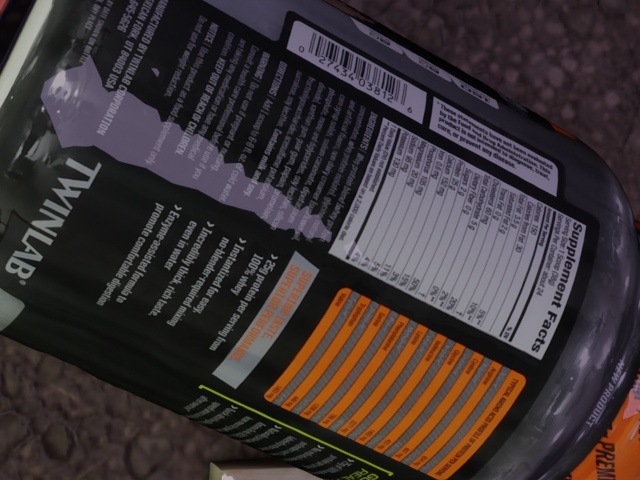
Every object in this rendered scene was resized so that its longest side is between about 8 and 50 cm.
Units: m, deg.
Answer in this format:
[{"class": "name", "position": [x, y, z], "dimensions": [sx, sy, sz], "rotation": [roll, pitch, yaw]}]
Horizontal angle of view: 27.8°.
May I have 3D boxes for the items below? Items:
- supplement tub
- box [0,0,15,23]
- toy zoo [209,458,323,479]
[{"class": "supplement tub", "position": [0.000, 0.000, 0.615], "dimensions": [0.338, 0.207, 0.207], "rotation": [28, 82, -17]}, {"class": "box", "position": [-0.204, -0.147, 0.579], "dimensions": [0.154, 0.142, 0.300], "rotation": [31, 81, -15]}, {"class": "toy zoo", "position": [0.028, 0.268, 0.720], "dimensions": [0.192, 0.030, 0.293], "rotation": [1, 91, -19]}]
